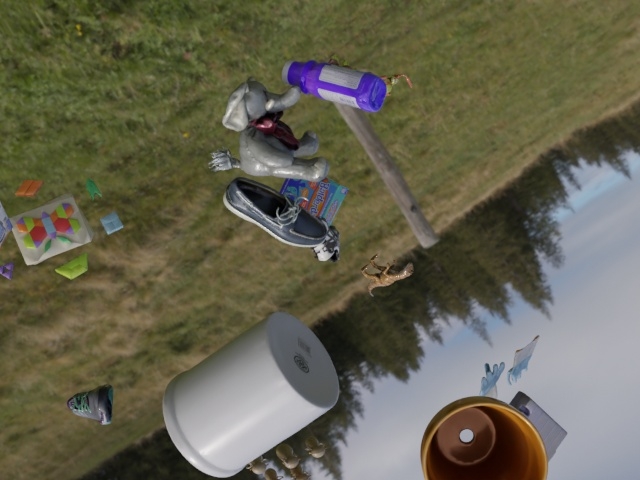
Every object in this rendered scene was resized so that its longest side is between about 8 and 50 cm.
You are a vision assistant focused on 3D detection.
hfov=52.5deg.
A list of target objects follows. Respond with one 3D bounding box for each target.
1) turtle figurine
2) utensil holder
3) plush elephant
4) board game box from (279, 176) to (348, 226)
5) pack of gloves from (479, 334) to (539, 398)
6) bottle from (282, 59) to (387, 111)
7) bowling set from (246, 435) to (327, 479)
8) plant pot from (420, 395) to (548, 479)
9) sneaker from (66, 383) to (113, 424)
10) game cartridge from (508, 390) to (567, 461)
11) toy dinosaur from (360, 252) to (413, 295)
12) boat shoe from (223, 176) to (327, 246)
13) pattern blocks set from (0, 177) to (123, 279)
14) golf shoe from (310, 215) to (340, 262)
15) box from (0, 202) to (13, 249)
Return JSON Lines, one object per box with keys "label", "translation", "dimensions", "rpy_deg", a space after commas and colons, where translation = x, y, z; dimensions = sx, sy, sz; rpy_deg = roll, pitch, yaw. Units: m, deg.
{"label": "turtle figurine", "translation": [0.137, -0.471, 1.907], "dimensions": [0.269, 0.217, 0.087], "rpy_deg": [-15, 128, -51]}
{"label": "utensil holder", "translation": [-0.188, 0.426, 1.817], "dimensions": [0.385, 0.327, 0.327], "rpy_deg": [-36, 171, 20]}
{"label": "plush elephant", "translation": [-0.144, -0.317, 1.741], "dimensions": [0.330, 0.255, 0.272], "rpy_deg": [-1, -152, 0]}
{"label": "board game box", "translation": [-0.033, -0.127, 1.933], "dimensions": [0.047, 0.210, 0.160], "rpy_deg": [17, 102, -50]}
{"label": "pack of gloves", "translation": [0.494, 0.355, 1.770], "dimensions": [0.195, 0.046, 0.232], "rpy_deg": [-33, 146, -17]}
{"label": "bottle", "translation": [0.031, -0.416, 1.716], "dimensions": [0.118, 0.283, 0.092], "rpy_deg": [14, 97, -63]}
{"label": "bowling set", "translation": [-0.108, 0.811, 2.252], "dimensions": [0.287, 0.199, 0.154], "rpy_deg": [-10, -174, -16]}
{"label": "plant pot", "translation": [0.274, 0.368, 1.156], "dimensions": [0.205, 0.205, 0.188], "rpy_deg": [-33, 178, 1]}
{"label": "sneaker", "translation": [-0.506, 0.363, 1.421], "dimensions": [0.098, 0.083, 0.223], "rpy_deg": [3, 160, -17]}
{"label": "game cartridge", "translation": [0.456, 0.570, 1.626], "dimensions": [0.355, 0.230, 0.068], "rpy_deg": [-51, -142, -5]}
{"label": "toy dinosaur", "translation": [0.158, 0.103, 1.747], "dimensions": [0.211, 0.112, 0.064], "rpy_deg": [-30, -163, 50]}
{"label": "boat shoe", "translation": [-0.091, -0.067, 1.457], "dimensions": [0.079, 0.255, 0.095], "rpy_deg": [-45, -161, 54]}
{"label": "pattern blocks set", "translation": [-0.694, -0.031, 1.666], "dimensions": [0.325, 0.285, 0.026], "rpy_deg": [-40, 177, -21]}
{"label": "golf shoe", "translation": [0.000, 0.000, 1.635], "dimensions": [0.077, 0.093, 0.198], "rpy_deg": [-22, 157, 25]}
{"label": "box", "translation": [-0.684, -0.031, 1.348], "dimensions": [0.136, 0.028, 0.081], "rpy_deg": [112, -7, -60]}
